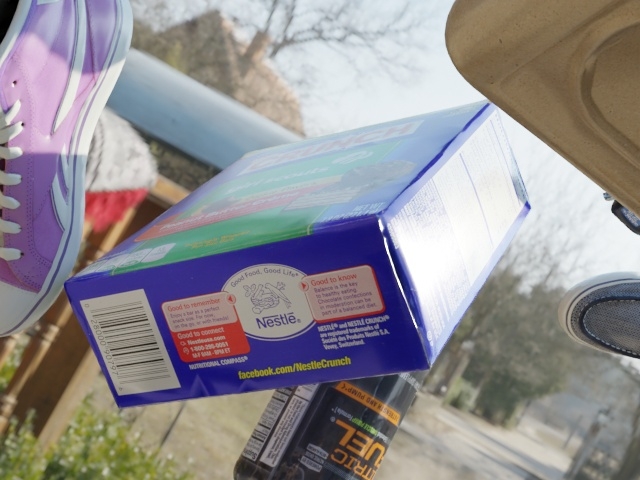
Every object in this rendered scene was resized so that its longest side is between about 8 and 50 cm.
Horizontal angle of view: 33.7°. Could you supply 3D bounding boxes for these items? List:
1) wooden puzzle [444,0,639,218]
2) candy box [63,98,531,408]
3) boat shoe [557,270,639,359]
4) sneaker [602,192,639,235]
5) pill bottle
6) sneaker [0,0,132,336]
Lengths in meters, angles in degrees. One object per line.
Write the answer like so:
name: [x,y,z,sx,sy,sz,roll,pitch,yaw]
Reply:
wooden puzzle: [0.288,-0.090,0.541,0.347,0.081,0.322,38,-38,-17]
candy box: [0.000,0.000,0.861,0.268,0.122,0.317,-11,15,27]
boat shoe: [0.513,0.132,1.466,0.340,0.127,0.158,6,17,-6]
sneaker: [0.424,-0.069,1.235,0.099,0.153,0.282,50,5,5]
pill bottle: [-0.002,0.204,1.055,0.130,0.246,0.130,27,-12,6]
sneaker: [-0.232,-0.064,0.732,0.102,0.282,0.161,16,6,14]
